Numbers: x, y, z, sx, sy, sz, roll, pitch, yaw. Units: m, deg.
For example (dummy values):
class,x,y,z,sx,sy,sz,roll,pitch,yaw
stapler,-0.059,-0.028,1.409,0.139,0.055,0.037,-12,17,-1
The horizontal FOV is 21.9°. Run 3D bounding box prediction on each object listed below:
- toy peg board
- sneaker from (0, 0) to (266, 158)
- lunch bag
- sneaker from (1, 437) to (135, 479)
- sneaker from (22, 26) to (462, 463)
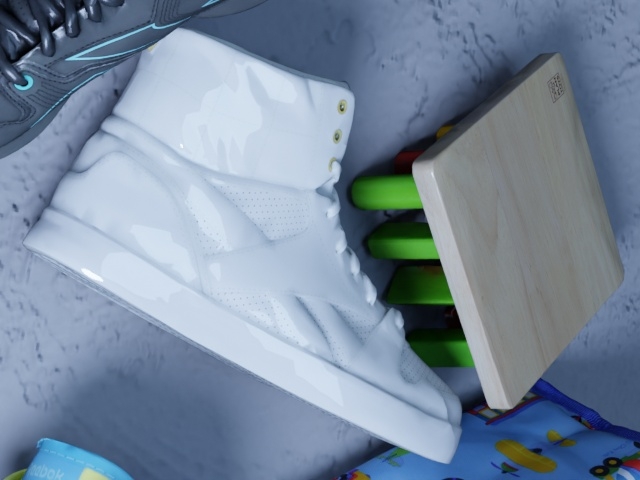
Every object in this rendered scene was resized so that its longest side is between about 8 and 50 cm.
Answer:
class,x,y,z,sx,sy,sz,roll,pitch,yaw
toy peg board,0.098,-0.008,1.007,0.160,0.079,0.161,-41,120,-44
sneaker,-0.115,-0.123,0.769,0.267,0.106,0.101,-33,88,-14
lunch bag,0.101,0.268,1.020,0.221,0.138,0.293,-22,121,-34
sneaker,-0.166,0.213,0.795,0.319,0.127,0.208,-20,109,-44
sneaker,0.000,0.000,0.902,0.292,0.108,0.169,34,79,-34
